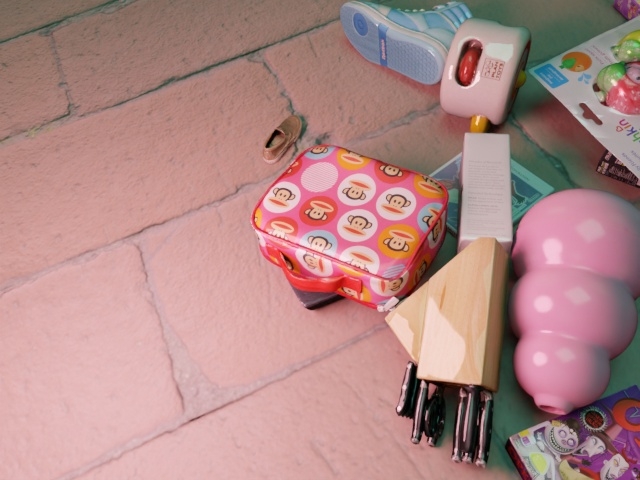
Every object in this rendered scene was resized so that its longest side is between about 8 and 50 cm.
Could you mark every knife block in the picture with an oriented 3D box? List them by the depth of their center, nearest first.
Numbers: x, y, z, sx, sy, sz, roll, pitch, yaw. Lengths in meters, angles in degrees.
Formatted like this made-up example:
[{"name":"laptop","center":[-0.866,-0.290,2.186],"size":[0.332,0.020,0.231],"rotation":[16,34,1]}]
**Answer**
[{"name":"knife block","center":[0.218,0.167,0.856],"size":[0.275,0.088,0.242],"rotation":[-43,55,10]}]

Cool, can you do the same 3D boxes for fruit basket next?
[{"name":"fruit basket","center":[0.628,-0.300,1.096],"size":[0.353,0.165,0.327],"rotation":[-23,58,-10]}]

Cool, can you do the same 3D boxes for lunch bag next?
[{"name":"lunch bag","center":[0.041,-0.017,0.976],"size":[0.293,0.120,0.258],"rotation":[23,58,24]}]

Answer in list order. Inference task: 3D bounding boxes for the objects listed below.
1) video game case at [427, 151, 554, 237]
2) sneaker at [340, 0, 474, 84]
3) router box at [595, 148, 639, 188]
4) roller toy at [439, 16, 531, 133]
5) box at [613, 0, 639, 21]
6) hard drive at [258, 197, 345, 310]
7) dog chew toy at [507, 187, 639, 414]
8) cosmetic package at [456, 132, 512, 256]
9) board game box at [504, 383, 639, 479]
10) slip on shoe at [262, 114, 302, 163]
[{"name":"video game case","center":[0.298,-0.090,1.120],"size":[0.201,0.023,0.183],"rotation":[-35,58,-16]},{"name":"sneaker","center":[0.211,-0.482,1.352],"size":[0.208,0.127,0.319],"rotation":[-38,61,-22]},{"name":"router box","center":[0.586,-0.161,1.117],"size":[0.092,0.038,0.122],"rotation":[27,63,25]},{"name":"roller toy","center":[0.331,-0.330,1.179],"size":[0.146,0.191,0.209],"rotation":[19,60,19]},{"name":"box","center":[0.814,-0.483,1.296],"size":[0.200,0.057,0.293],"rotation":[-19,55,-4]},{"name":"hard drive","center":[0.000,0.000,1.083],"size":[0.172,0.054,0.255],"rotation":[-21,55,-6]},{"name":"dog chew toy","center":[0.373,0.090,0.884],"size":[0.206,0.207,0.332],"rotation":[13,66,17]},{"name":"cosmetic package","center":[0.276,-0.062,1.018],"size":[0.085,0.117,0.231],"rotation":[3,55,9]},{"name":"board game box","center":[0.417,0.379,0.763],"size":[0.208,0.056,0.347],"rotation":[-18,54,-10]},{"name":"slip on shoe","center":[-0.081,-0.222,1.257],"size":[0.051,0.041,0.135],"rotation":[23,61,22]}]
